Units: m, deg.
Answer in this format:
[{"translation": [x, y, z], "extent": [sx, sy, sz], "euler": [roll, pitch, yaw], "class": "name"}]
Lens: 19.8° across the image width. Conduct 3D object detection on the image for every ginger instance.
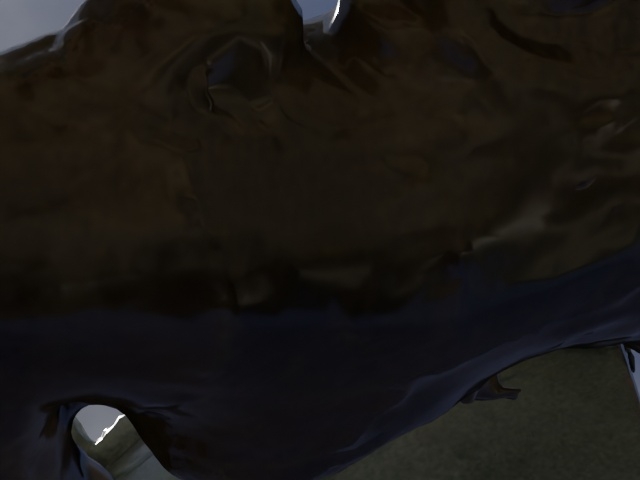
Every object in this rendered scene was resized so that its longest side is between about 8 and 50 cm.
[{"translation": [0.002, 0.000, 0.384], "extent": [0.333, 0.166, 0.080], "euler": [-8, -146, -28], "class": "ginger"}]

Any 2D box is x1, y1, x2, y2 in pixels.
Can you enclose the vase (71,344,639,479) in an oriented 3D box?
[{"translation": [-0.042, 0.165, 0.893], "extent": [0.445, 0.250, 0.250], "euler": [-19, -141, 10], "class": "vase"}]
